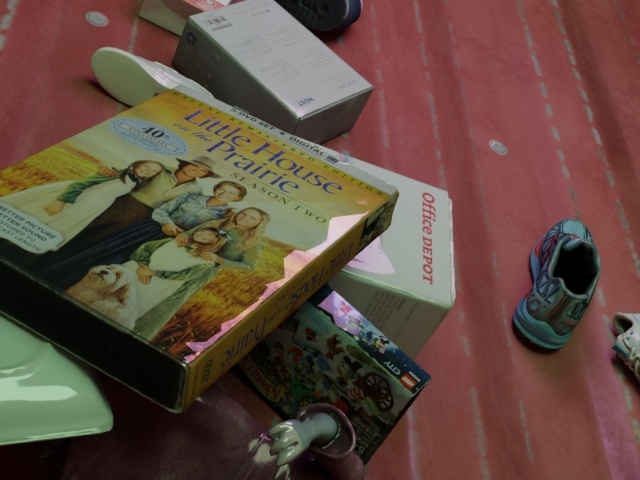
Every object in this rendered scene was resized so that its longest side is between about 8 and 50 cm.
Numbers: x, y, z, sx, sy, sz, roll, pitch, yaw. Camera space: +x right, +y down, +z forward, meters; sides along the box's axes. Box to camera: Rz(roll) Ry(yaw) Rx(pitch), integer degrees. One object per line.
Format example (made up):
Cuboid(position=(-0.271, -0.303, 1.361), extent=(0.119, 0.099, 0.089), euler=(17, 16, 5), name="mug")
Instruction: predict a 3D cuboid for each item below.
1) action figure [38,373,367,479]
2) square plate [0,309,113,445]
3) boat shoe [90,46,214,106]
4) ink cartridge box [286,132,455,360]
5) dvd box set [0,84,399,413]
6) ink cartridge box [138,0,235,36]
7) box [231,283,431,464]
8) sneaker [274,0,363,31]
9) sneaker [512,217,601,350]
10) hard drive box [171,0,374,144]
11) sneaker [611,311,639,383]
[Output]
Cuboid(position=(-0.070, 0.238, 1.080), extent=(0.370, 0.248, 0.276), euler=(29, 13, 0), name="action figure")
Cuboid(position=(-0.390, 0.058, 0.999), extent=(0.344, 0.049, 0.347), euler=(-2, 36, -26), name="square plate")
Cuboid(position=(-0.224, -0.215, 1.521), extent=(0.184, 0.066, 0.063), euler=(21, 26, -6), name="boat shoe")
Cuboid(position=(0.000, 0.000, 1.371), extent=(0.306, 0.131, 0.226), euler=(20, 40, -11), name="ink cartridge box")
Cuboid(position=(-0.142, -0.020, 1.121), extent=(0.307, 0.062, 0.420), euler=(28, 34, 18), name="dvd box set")
Cuboid(position=(-0.188, -0.392, 1.721), extent=(0.115, 0.067, 0.198), euler=(27, 41, -3), name="ink cartridge box")
Cuboid(position=(-0.010, 0.129, 1.207), extent=(0.233, 0.159, 0.044), euler=(41, 39, 14), name="box")
Cuboid(position=(-0.064, -0.455, 1.851), extent=(0.319, 0.112, 0.131), euler=(43, 25, 12), name="sneaker")
Cuboid(position=(0.356, 0.040, 1.544), extent=(0.104, 0.125, 0.262), euler=(29, 40, -1), name="sneaker")
Cuboid(position=(-0.069, -0.241, 1.616), extent=(0.232, 0.089, 0.181), euler=(43, 42, 17), name="hard drive box")
Cuboid(position=(0.442, 0.167, 1.517), extent=(0.083, 0.071, 0.191), euler=(13, 34, -10), name="sneaker")
